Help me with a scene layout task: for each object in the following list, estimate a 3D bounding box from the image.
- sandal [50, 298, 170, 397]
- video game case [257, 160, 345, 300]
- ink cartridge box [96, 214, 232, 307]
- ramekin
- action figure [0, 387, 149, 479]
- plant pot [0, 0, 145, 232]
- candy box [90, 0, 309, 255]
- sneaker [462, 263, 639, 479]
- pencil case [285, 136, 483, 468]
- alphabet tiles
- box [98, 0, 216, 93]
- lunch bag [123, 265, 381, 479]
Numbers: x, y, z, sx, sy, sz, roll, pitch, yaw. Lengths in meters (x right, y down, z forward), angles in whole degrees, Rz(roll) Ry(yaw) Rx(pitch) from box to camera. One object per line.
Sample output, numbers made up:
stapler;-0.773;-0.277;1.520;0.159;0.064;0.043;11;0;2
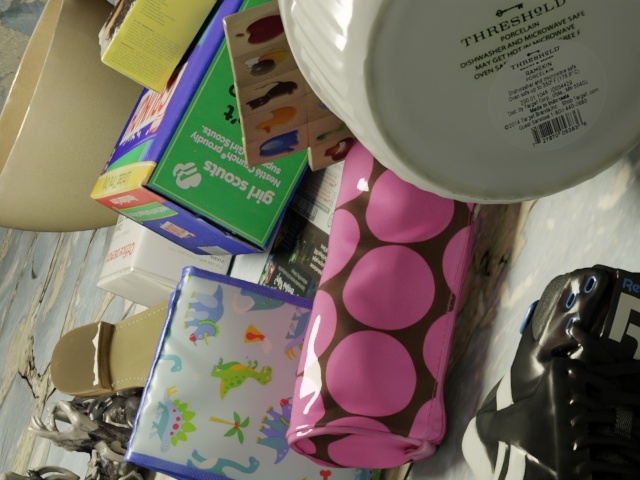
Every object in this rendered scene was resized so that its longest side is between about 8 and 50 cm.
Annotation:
sandal;-0.118;0.099;1.591;0.240;0.079;0.088;-8;73;41
video game case;0.000;0.000;1.427;0.173;0.022;0.190;-68;16;4
ink cartridge box;-0.123;-0.048;1.782;0.158;0.092;0.218;160;127;-71
ramekin;0.089;-0.116;0.940;0.207;0.207;0.109;-63;26;24
action figure;-0.214;0.208;1.682;0.276;0.141;0.164;-93;26;-49
plant pot;-0.248;-0.124;2.118;0.284;0.191;0.284;-159;90;-75
candy box;-0.054;-0.150;1.557;0.317;0.122;0.268;-65;14;-7
sneaker;0.118;0.076;0.808;0.217;0.079;0.121;-117;48;-72
pencil case;0.046;0.032;1.106;0.095;0.098;0.209;64;-144;-65
alphabet tiles;0.046;-0.105;1.095;0.237;0.198;0.009;86;163;-71
box;-0.090;-0.232;1.470;0.232;0.058;0.087;-57;17;11
lunch bag;-0.034;0.098;1.170;0.096;0.151;0.129;158;130;-69
